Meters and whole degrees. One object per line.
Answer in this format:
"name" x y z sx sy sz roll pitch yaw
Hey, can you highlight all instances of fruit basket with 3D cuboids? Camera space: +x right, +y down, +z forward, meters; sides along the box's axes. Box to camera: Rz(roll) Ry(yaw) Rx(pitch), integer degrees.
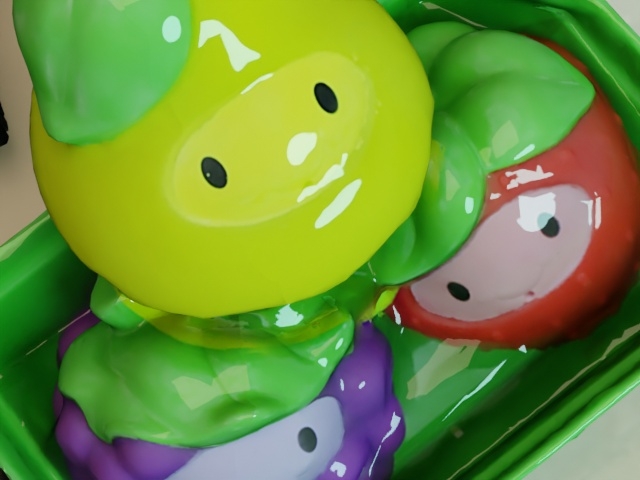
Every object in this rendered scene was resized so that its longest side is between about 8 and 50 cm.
"fruit basket" 0.000 0.000 0.784 0.392 0.392 0.283 -39 75 -4

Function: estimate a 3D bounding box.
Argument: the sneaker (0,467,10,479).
"sneaker" -0.157 0.147 0.911 0.232 0.081 0.090 31 88 14

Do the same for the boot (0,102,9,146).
"boot" -0.312 -0.112 0.984 0.207 0.094 0.246 -27 68 -4
